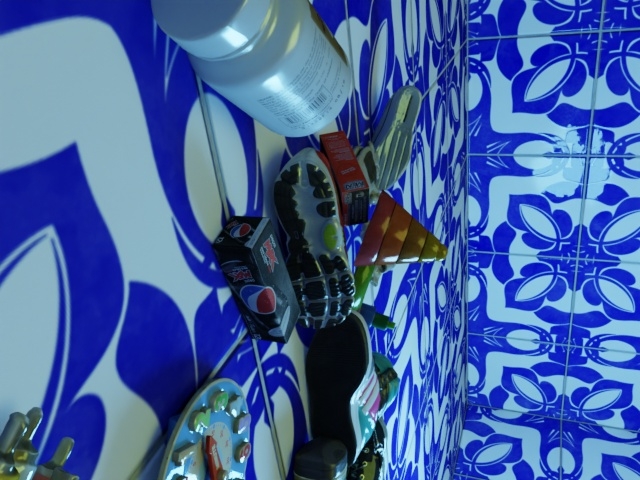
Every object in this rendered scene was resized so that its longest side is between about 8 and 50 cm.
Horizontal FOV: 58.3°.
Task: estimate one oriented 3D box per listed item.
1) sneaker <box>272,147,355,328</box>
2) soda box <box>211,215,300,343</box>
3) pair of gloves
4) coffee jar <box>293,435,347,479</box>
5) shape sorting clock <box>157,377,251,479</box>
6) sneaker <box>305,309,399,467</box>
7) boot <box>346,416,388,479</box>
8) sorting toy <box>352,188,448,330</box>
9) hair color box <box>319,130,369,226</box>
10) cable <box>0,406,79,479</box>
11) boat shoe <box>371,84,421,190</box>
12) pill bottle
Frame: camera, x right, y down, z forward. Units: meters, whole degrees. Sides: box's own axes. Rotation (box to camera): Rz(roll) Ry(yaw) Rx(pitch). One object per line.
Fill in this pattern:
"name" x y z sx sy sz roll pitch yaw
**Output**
"sneaker" 0.000 0.000 0.833 0.118 0.107 0.279 -75 164 -62
"soda box" -0.074 0.052 0.707 0.060 0.053 0.169 -65 150 -43
"pair of gloves" 0.095 -0.058 1.083 0.204 0.042 0.240 -65 139 -53
"coffee jar" -0.001 0.418 0.925 0.096 0.078 0.185 -12 105 -69
"shape sorting clock" -0.123 0.258 0.637 0.206 0.040 0.207 4 90 -69
"sneaker" 0.066 0.223 0.996 0.178 0.123 0.296 -38 136 -57
"boot" 0.064 0.443 1.092 0.179 0.085 0.237 -49 138 -54
"sorting toy" 0.113 0.066 0.940 0.366 0.126 0.127 100 11 -57
"hair color box" 0.034 -0.096 0.871 0.072 0.043 0.141 87 -12 -46
"cable" -0.240 0.251 0.356 0.287 0.072 0.140 -60 166 -26
"boat shoe" 0.150 -0.209 1.200 0.227 0.083 0.076 -67 -162 -2
"pill bottle" -0.062 -0.201 0.587 0.229 0.131 0.131 21 74 -68
